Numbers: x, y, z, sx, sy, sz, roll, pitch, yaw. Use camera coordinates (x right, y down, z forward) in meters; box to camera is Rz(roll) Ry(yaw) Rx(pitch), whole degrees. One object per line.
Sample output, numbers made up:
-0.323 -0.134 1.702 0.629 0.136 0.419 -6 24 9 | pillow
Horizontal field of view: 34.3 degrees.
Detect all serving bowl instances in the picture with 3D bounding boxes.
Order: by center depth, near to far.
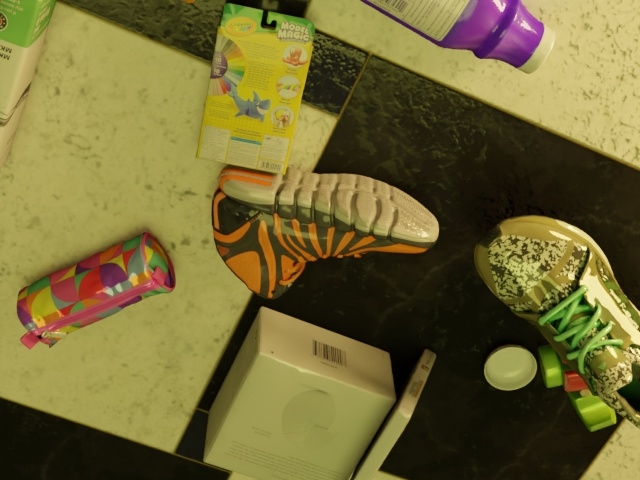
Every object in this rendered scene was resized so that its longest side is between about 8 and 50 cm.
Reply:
0.299 0.196 1.643 0.083 0.027 0.083 0 118 -1 | serving bowl

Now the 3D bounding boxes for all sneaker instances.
0.377 0.126 1.418 0.410 0.182 0.158 41 107 -16 | sneaker
0.000 0.000 1.490 0.321 0.124 0.180 14 122 3 | sneaker

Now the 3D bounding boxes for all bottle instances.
0.169 -0.309 1.328 0.283 0.092 0.118 26 116 -15 | bottle

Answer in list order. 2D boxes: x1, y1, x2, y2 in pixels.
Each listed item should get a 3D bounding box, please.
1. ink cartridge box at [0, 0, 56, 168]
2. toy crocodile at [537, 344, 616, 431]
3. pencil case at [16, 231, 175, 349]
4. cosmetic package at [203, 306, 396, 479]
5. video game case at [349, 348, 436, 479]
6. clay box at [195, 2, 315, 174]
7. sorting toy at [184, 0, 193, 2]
-0.482 -0.233 1.336 0.211 0.121 0.289 19 117 -11 | ink cartridge box
0.389 0.138 1.570 0.115 0.105 0.340 -11 118 4 | toy crocodile
-0.331 0.076 1.523 0.236 0.104 0.104 -26 116 12 | pencil case
-0.035 0.257 1.606 0.224 0.138 0.224 22 115 -12 | cosmetic package
0.101 0.299 1.596 0.026 0.206 0.227 29 116 5 | video game case
-0.088 -0.207 1.400 0.127 0.053 0.222 11 117 -7 | clay box
-0.132 -0.463 1.265 0.196 0.047 0.347 28 114 -11 | sorting toy
